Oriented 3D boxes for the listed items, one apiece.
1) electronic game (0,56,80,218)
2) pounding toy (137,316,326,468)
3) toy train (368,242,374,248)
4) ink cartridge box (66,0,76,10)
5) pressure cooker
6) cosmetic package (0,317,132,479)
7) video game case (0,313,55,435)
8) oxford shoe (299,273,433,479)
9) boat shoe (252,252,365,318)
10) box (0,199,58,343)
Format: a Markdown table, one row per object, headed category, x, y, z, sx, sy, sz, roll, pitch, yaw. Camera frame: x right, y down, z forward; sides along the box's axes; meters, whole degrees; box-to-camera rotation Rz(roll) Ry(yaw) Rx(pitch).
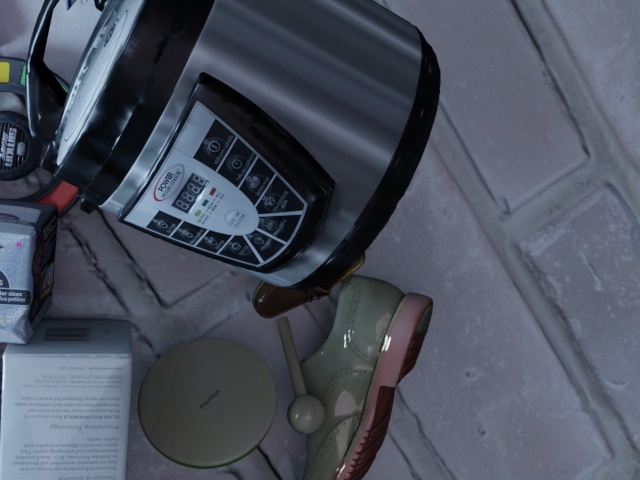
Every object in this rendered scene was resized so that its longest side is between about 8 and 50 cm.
| category | x | y | z | sx | sy | sz | roll | pitch | yaw |
| --- | --- | --- | --- | --- | --- | --- | --- | --- | --- |
| electronic game | -0.409 | -0.123 | 1.136 | 0.229 | 0.048 | 0.229 | -1 | 97 | -12 |
| pounding toy | -0.127 | 0.230 | 1.197 | 0.236 | 0.110 | 0.183 | -16 | 58 | -15 |
| toy train | 0.000 | 0.000 | 1.239 | 0.166 | 0.046 | 0.125 | -40 | 103 | -5 |
| ink cartridge box | -0.212 | -0.454 | 1.045 | 0.069 | 0.176 | 0.371 | 35 | 80 | -11 |
| pressure cooker | -0.124 | -0.170 | 1.019 | 0.420 | 0.375 | 0.370 | 26 | 80 | -20 |
| cosmetic package | -0.325 | 0.296 | 1.108 | 0.155 | 0.197 | 0.366 | 2 | 98 | -14 |
| video game case | -0.403 | 0.194 | 1.190 | 0.212 | 0.023 | 0.193 | 29 | 90 | -15 |
| oxford shoe | 0.027 | 0.237 | 1.253 | 0.146 | 0.140 | 0.397 | 24 | 96 | 16 |
| boat shoe | -0.016 | 0.052 | 1.204 | 0.178 | 0.060 | 0.064 | -35 | 129 | 4 |
| box | -0.460 | 0.024 | 1.055 | 0.247 | 0.163 | 0.142 | 5 | 104 | -8 |
